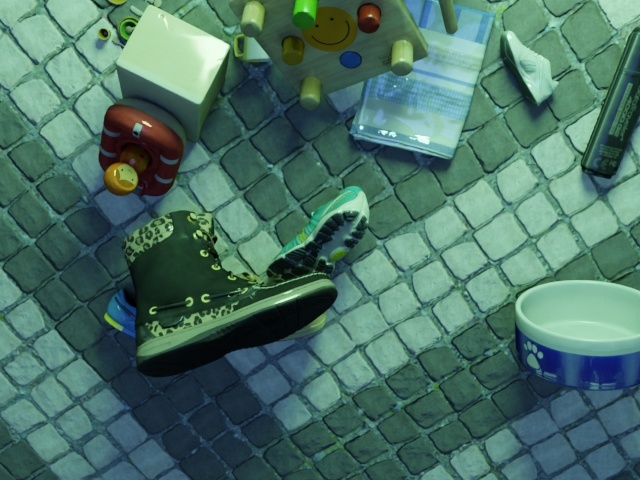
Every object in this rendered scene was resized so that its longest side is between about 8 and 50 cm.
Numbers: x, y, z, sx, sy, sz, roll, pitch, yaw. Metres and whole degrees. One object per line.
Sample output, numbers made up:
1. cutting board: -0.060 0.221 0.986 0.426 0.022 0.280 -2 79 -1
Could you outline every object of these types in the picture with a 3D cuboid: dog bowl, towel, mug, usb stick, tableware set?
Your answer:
1. dog bowl: 0.504 0.172 1.351 0.265 0.265 0.104 -4 110 3
2. towel: 0.188 -0.304 1.329 0.209 0.034 0.285 14 107 -4
3. mug: -0.120 -0.361 1.306 0.078 0.062 0.064 -4 100 -4
4. usb stick: 0.564 -0.252 1.329 0.077 0.045 0.278 12 108 -10
5. tableware set: -0.356 -0.431 1.307 0.104 0.024 0.154 32 106 -8

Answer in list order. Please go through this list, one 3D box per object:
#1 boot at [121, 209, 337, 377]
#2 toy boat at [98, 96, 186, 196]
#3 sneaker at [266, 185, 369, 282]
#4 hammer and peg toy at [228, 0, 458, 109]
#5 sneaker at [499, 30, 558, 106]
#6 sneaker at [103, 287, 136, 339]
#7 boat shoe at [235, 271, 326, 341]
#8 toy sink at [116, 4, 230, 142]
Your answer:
1. boot: -0.185 0.067 1.333 0.377 0.284 0.138 -22 148 -2
2. toy boat: -0.339 -0.144 1.291 0.151 0.151 0.231 25 143 -6
3. sneaker: 0.000 0.000 1.396 0.107 0.110 0.275 34 125 -23
4. hammer and peg toy: 0.067 -0.365 1.171 0.361 0.127 0.266 -14 141 26
5. sneaker: 0.381 -0.324 1.312 0.061 0.054 0.152 -36 110 2
6. sneaker: -0.341 0.174 1.477 0.209 0.069 0.082 33 102 -8
7. boat shoe: -0.157 0.125 1.428 0.341 0.121 0.110 3 109 2
8. toy sink: -0.259 -0.291 1.280 0.153 0.234 0.131 26 77 -5
